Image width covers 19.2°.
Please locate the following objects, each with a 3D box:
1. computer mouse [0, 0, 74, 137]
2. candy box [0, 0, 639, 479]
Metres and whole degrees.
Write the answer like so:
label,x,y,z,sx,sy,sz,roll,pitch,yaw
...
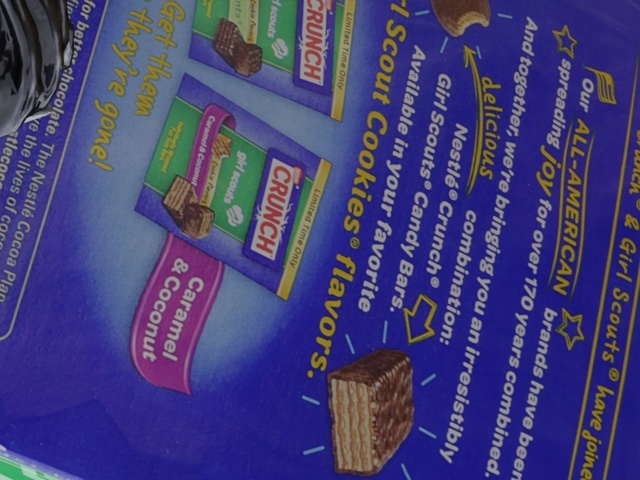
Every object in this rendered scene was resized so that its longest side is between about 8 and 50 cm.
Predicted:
label,x,y,z,sx,sy,sz,roll,pitch,yaw
computer mouse,-0.208,-0.068,0.448,0.272,0.188,0.072,-25,-164,3
candy box,0.000,0.000,0.664,0.317,0.268,0.122,27,154,-29
